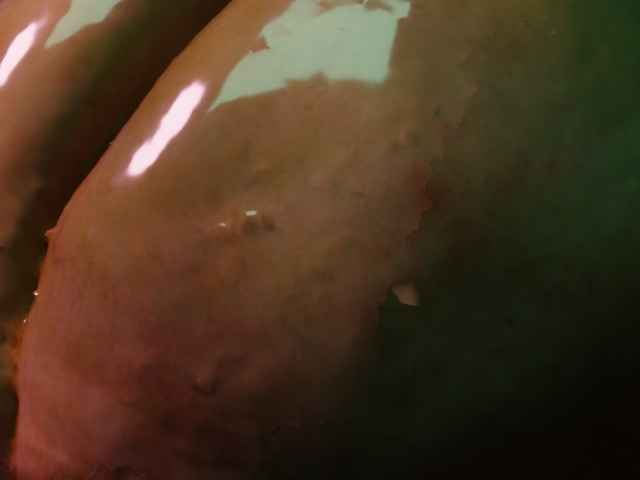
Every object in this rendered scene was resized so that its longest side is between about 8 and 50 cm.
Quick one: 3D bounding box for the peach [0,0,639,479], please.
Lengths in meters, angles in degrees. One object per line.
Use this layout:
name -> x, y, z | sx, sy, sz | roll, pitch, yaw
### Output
peach -> 0.001, 0.000, 0.676 | 0.292, 0.247, 0.292 | -9, 55, 13
